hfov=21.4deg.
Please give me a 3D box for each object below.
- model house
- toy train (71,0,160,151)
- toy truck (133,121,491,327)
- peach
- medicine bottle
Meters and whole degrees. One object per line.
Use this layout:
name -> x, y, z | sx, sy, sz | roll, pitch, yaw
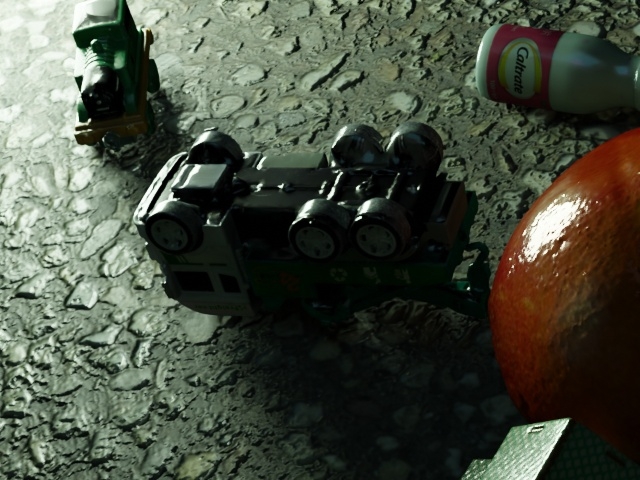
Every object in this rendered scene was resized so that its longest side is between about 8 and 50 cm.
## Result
model house -> 0.193, 0.264, 1.416 | 0.271, 0.206, 0.178 | 21, 56, 31
toy train -> -0.254, -0.202, 2.044 | 0.091, 0.136, 0.228 | -9, 43, 8
toy truck -> -0.003, -0.006, 1.751 | 0.363, 0.178, 0.176 | 4, 39, 20
peach -> 0.329, 0.048, 1.488 | 0.372, 0.290, 0.372 | -35, 12, 9
medicine bottle -> 0.288, -0.188, 1.901 | 0.216, 0.090, 0.090 | 11, 51, 25
